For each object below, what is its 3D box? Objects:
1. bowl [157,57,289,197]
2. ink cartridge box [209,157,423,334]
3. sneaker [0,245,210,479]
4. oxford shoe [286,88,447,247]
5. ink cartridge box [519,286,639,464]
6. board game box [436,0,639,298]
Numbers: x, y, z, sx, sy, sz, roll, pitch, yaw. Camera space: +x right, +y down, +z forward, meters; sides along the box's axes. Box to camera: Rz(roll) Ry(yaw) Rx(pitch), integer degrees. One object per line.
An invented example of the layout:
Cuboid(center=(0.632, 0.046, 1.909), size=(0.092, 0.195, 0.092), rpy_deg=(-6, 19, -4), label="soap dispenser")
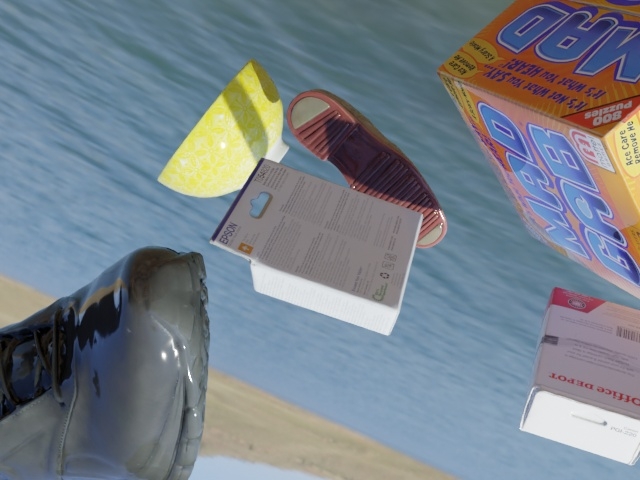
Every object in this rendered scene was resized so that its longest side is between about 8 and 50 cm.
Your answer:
Cuboid(center=(-0.152, -0.178, 1.663), size=(0.156, 0.289, 0.289), rpy_deg=(38, 168, -8), label="bowl")
Cuboid(center=(0.000, 0.000, 1.072), size=(0.224, 0.045, 0.223), rpy_deg=(21, -146, 2), label="ink cartridge box")
Cuboid(center=(-0.146, 0.088, 0.478), size=(0.130, 0.109, 0.286), rpy_deg=(12, 145, -26), label="sneaker")
Cuboid(center=(0.096, -0.137, 1.558), size=(0.348, 0.123, 0.130), rpy_deg=(48, -157, -7), label="oxford shoe")
Cuboid(center=(0.374, 0.181, 1.239), size=(0.159, 0.218, 0.092), rpy_deg=(16, 128, 12), label="ink cartridge box")
Cuboid(center=(0.456, -0.174, 1.228), size=(0.356, 0.356, 0.356), rpy_deg=(52, 173, -33), label="board game box")
